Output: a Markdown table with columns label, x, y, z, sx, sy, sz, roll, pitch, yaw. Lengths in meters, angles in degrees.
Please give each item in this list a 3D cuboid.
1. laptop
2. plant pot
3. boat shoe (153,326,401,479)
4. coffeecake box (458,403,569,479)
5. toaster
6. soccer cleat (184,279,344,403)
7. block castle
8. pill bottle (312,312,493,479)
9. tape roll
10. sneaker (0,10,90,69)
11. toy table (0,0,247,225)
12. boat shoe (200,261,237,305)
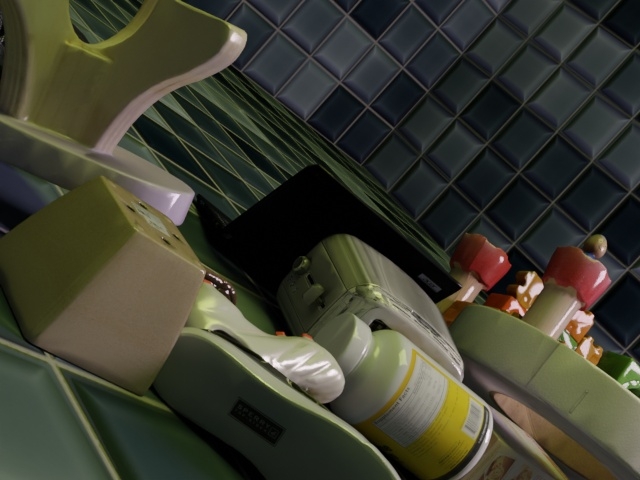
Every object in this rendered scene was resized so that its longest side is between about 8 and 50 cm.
| label | x | y | z | sx | sy | sz | roll | pitch | yaw |
| --- | --- | --- | --- | --- | --- | --- | --- | --- | --- |
| laptop | 0.000 | 0.000 | 1.426 | 0.234 | 0.136 | 0.264 | 40 | 2 | -21 |
| plant pot | -0.144 | 0.023 | 0.824 | 0.109 | 0.096 | 0.109 | 35 | 11 | -43 |
| boat shoe | -0.025 | 0.142 | 0.876 | 0.228 | 0.080 | 0.076 | 35 | 9 | 3 |
| coffeecake box | 0.206 | 0.252 | 1.412 | 0.185 | 0.068 | 0.142 | 37 | 8 | -34 |
| toaster | 0.061 | 0.106 | 1.291 | 0.227 | 0.129 | 0.146 | 41 | 11 | -22 |
| soccer cleat | -0.050 | 0.103 | 1.002 | 0.196 | 0.068 | 0.076 | 35 | 26 | -38 |
| block castle | 0.386 | 0.177 | 1.763 | 0.453 | 0.213 | 0.303 | 45 | -16 | -25 |
| pill bottle | 0.073 | 0.152 | 1.175 | 0.184 | 0.103 | 0.103 | 39 | 8 | -21 |
| tape roll | 0.307 | 0.223 | 1.469 | 0.392 | 0.072 | 0.392 | 39 | -10 | 8 |
| sneaker | -0.298 | -0.200 | 1.243 | 0.153 | 0.101 | 0.268 | 44 | 5 | 32 |
| toy table | -0.192 | -0.136 | 0.935 | 0.274 | 0.161 | 0.252 | 26 | 7 | 15 |
| boat shoe | -0.152 | 0.015 | 0.995 | 0.072 | 0.068 | 0.190 | 30 | -11 | 46 |
